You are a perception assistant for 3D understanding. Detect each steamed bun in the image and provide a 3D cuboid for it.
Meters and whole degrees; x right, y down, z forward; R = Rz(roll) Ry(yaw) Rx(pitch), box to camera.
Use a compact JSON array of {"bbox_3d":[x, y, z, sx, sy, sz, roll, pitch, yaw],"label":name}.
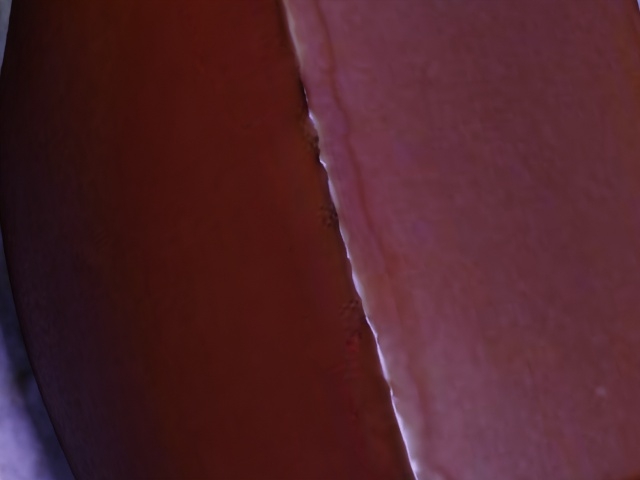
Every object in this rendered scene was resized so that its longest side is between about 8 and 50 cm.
[{"bbox_3d":[0.000,0.000,0.716,0.235,0.248,0.379,-6,76,-38],"label":"steamed bun"}]
